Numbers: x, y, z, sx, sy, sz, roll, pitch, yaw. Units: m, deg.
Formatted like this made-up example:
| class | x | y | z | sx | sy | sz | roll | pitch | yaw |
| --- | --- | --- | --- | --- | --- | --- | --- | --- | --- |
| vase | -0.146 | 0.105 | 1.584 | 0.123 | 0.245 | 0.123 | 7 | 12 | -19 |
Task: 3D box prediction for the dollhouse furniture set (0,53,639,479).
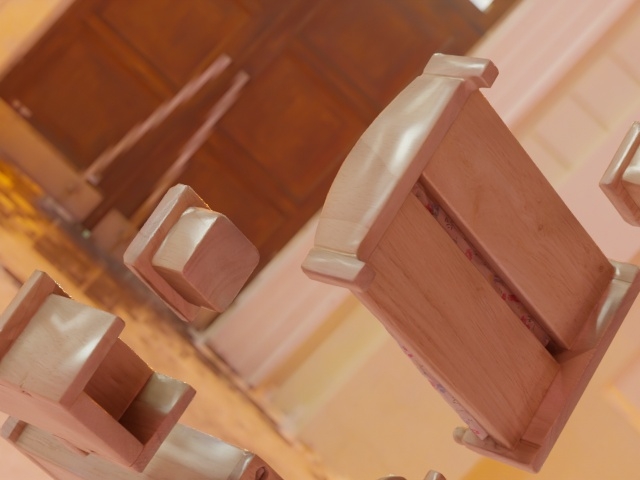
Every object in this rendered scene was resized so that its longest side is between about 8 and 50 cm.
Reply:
| class | x | y | z | sx | sy | sz | roll | pitch | yaw |
| --- | --- | --- | --- | --- | --- | --- | --- | --- | --- |
| dollhouse furniture set | 0.000 | 0.000 | 0.856 | 0.174 | 0.355 | 0.303 | 13 | -27 | 46 |
